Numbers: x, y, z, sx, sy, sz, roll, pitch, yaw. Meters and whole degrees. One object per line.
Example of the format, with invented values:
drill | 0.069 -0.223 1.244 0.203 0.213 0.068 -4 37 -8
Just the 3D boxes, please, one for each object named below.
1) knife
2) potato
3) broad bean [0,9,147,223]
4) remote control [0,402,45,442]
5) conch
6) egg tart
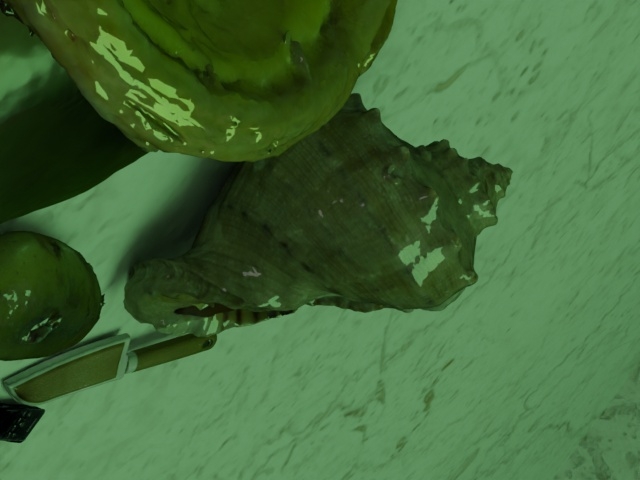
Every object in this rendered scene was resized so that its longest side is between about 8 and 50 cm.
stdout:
knife | -0.178 0.100 1.657 0.256 0.022 0.046 -14 132 -49
potato | -0.217 0.046 1.413 0.105 0.085 0.188 -49 163 7
broad bean | -0.184 -0.098 1.188 0.291 0.119 0.238 -21 155 -44
remote control | -0.264 0.147 1.585 0.039 0.014 0.096 -52 157 10
conch | 0.002 -0.010 1.608 0.263 0.324 0.186 67 22 -62
egg tart | -0.086 -0.211 1.052 0.345 0.132 0.345 4 84 -49
